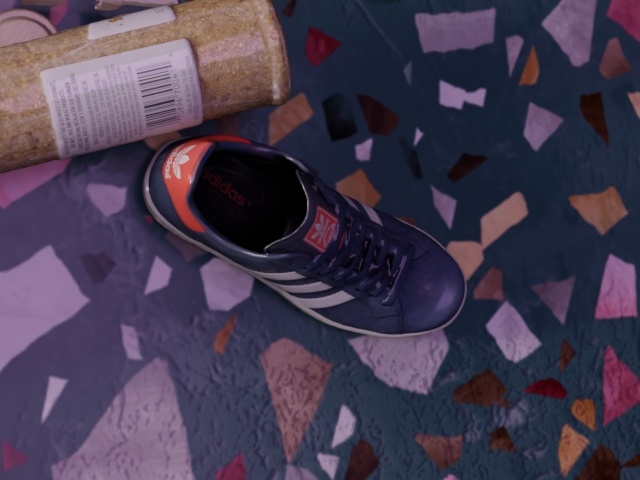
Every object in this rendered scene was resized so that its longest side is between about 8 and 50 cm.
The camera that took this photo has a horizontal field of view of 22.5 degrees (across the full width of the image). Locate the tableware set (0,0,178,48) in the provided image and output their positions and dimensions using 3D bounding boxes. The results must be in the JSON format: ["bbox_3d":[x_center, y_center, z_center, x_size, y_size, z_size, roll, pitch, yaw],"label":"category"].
[{"bbox_3d":[-0.235,-0.178,1.548,0.194,0.039,0.128,2,96,-13],"label":"tableware set"}]

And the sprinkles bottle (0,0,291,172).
[{"bbox_3d":[-0.210,-0.140,1.475,0.355,0.121,0.121,-15,90,-11],"label":"sprinkles bottle"}]

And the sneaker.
[{"bbox_3d":[0.000,0.000,1.553,0.350,0.148,0.131,22,79,-16],"label":"sneaker"}]
